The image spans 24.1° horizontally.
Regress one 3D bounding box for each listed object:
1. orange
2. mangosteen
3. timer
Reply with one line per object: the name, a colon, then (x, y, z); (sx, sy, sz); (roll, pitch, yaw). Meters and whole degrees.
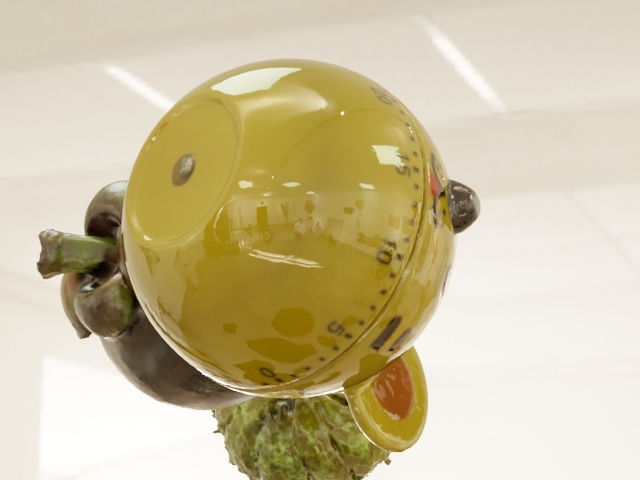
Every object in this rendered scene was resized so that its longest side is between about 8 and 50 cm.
orange: (-0.010, 0.246, 2.221); (0.301, 0.300, 0.223); (-40, -35, -5)
mangosteen: (-0.145, 0.047, 1.792); (0.330, 0.330, 0.330); (-1, -13, 0)
timer: (0.000, 0.000, 1.521); (0.376, 0.376, 0.387); (-12, -29, 40)
